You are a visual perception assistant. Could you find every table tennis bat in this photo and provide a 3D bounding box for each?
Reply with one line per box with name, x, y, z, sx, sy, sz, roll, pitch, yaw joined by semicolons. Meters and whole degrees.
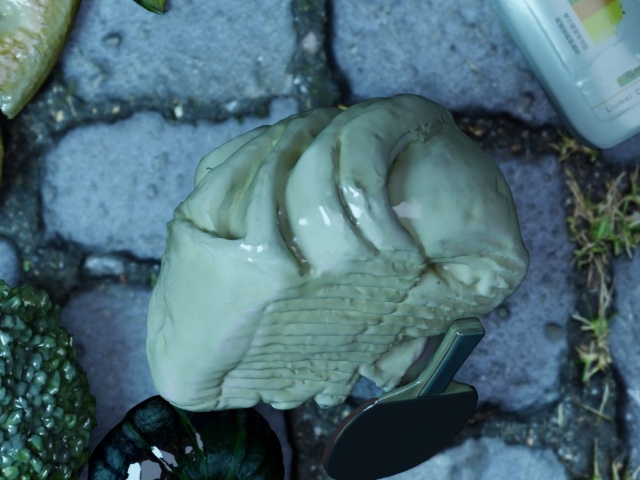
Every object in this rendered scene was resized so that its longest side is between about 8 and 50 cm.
table tennis bat;0.094;0.162;1.658;0.154;0.274;0.021;-5;54;-27

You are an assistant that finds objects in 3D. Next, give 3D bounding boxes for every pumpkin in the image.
pumpkin;-0.131;0.242;1.676;0.202;0.140;0.202;-8;109;-23

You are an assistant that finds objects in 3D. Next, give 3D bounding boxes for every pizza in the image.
pizza;-0.323;-0.304;1.687;0.182;0.074;0.365;-4;94;-4

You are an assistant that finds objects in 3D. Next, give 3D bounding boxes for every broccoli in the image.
broccoli;-0.363;0.200;1.618;0.272;0.334;0.324;-18;69;31

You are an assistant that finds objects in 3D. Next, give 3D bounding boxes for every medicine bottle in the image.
medicine bottle;0.261;-0.248;1.696;0.161;0.111;0.296;-30;93;0

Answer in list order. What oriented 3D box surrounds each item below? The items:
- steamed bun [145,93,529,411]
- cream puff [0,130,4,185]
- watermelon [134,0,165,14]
steamed bun;0.000;0.000;1.604;0.339;0.247;0.352;-2;138;-30
cream puff;-0.405;-0.086;1.668;0.189;0.129;0.189;0;92;-6
watermelon;-0.181;-0.326;1.690;0.092;0.075;0.181;13;91;-7
